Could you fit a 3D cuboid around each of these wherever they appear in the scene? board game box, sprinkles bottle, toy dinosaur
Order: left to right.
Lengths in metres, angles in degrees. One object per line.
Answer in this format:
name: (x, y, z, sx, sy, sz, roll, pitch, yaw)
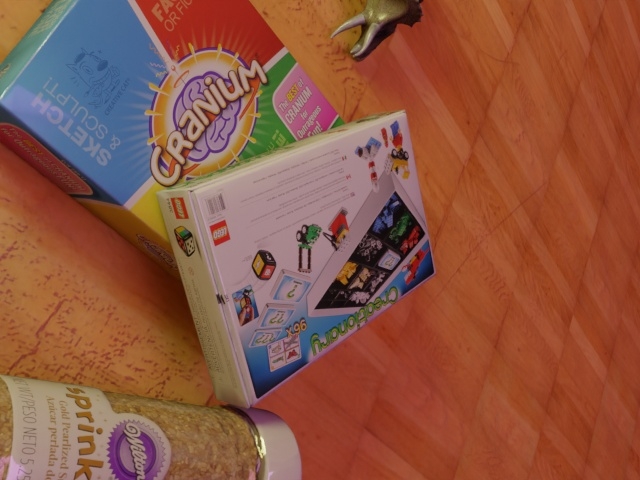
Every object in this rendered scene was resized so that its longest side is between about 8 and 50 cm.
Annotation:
sprinkles bottle: (-0.174, 0.171, 0.509, 0.355, 0.121, 0.121, 22, 74, -44)
board game box: (-0.112, -0.102, 0.623, 0.316, 0.064, 0.242, 45, 58, -38)
board game box: (0.000, 0.000, 0.659, 0.305, 0.053, 0.193, -27, 111, -44)
toy dinosaur: (0.101, -0.375, 0.817, 0.160, 0.121, 0.314, -13, 105, -61)
